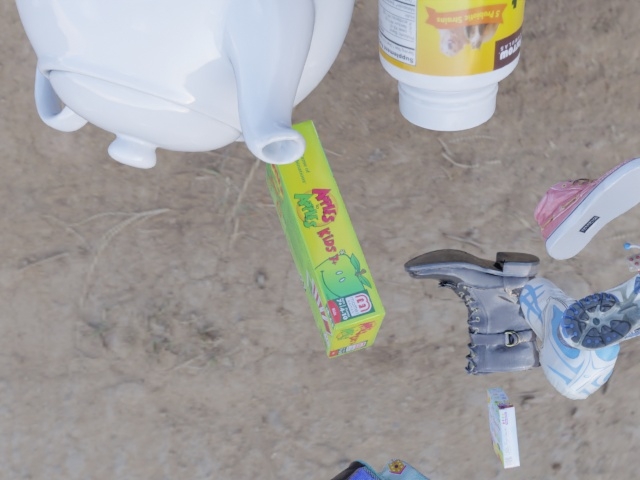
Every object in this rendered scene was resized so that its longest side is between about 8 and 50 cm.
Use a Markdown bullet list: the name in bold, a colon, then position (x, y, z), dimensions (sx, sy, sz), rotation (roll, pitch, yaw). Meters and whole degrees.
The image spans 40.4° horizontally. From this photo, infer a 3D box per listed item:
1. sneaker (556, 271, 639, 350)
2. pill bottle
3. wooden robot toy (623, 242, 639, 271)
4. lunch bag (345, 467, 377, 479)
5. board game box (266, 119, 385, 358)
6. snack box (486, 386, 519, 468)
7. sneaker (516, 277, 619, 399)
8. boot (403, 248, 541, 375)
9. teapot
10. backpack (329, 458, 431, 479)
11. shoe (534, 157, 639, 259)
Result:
- **sneaker**: position (0.246, 0.053, 0.686), dimensions (0.135, 0.058, 0.052), rotation (-14, 74, -8)
- **pill bottle**: position (0.105, -0.201, 0.694), dimensions (0.117, 0.117, 0.215), rotation (17, 132, 25)
- **wooden robot toy**: position (0.560, 0.008, 1.385), dimensions (0.076, 0.079, 0.173), rotation (37, 118, -11)
- **lunch bag**: position (0.011, 0.331, 0.641), dimensions (0.293, 0.138, 0.221), rotation (-37, 81, -16)
- **board game box**: position (0.000, 0.000, 0.745), dimensions (0.043, 0.092, 0.181), rotation (-16, 70, -10)
- **snack box**: position (0.388, 0.398, 1.853), dimensions (0.037, 0.100, 0.141), rotation (-9, 106, -4)
- **sneaker**: position (0.279, 0.094, 0.971), dimensions (0.085, 0.237, 0.086), rotation (41, 106, -10)
- **boot**: position (0.280, 0.137, 1.573), dimensions (0.263, 0.091, 0.229), rotation (2, 106, 9)
- **teapot**: position (-0.109, -0.142, 0.608), dimensions (0.253, 0.256, 0.187), rotation (17, 89, 1)
- **backpack**: position (0.079, 0.319, 0.836), dimensions (0.188, 0.144, 0.166), rotation (37, 136, 41)
- **shoe**: position (0.348, -0.060, 1.124), dimensions (0.178, 0.063, 0.081), rotation (-51, 36, 34)
